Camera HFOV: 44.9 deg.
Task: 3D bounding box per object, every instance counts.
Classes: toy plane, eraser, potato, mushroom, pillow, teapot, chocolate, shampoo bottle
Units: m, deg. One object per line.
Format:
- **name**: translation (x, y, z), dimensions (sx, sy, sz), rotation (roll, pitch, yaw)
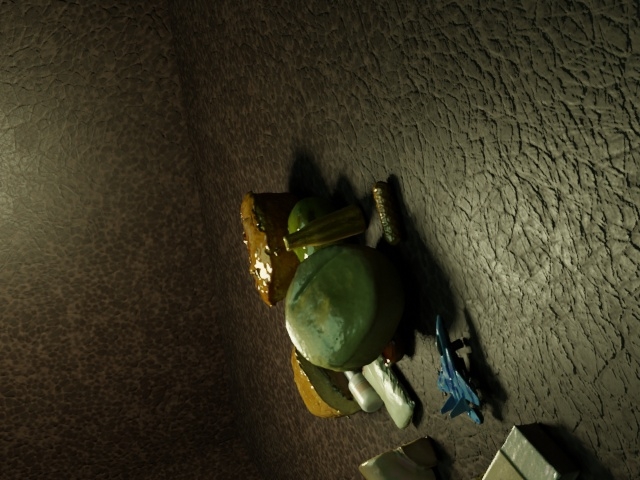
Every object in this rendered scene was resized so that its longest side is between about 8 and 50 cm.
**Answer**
- **toy plane**: translation (0.296, 0.281, 1.716), dimensions (0.169, 0.078, 0.246), rotation (-178, 79, -68)
- **eraser**: translation (0.377, 0.537, 1.542), dimensions (0.144, 0.078, 0.343), rotation (49, 126, 48)
- **potato**: translation (0.000, 0.000, 2.143), dimensions (0.186, 0.149, 0.253), rotation (28, 129, 57)
- **mushroom**: translation (0.214, 0.635, 2.059), dimensions (0.162, 0.173, 0.236), rotation (63, 157, 20)
- **pillow**: translation (0.187, 0.404, 2.122), dimensions (0.229, 0.051, 0.128), rotation (54, 145, 39)
- **teapot**: translation (0.175, 0.266, 2.005), dimensions (0.098, 0.078, 0.129), rotation (37, 139, 58)
- **chocolate**: translation (0.009, -0.026, 2.006), dimensions (0.085, 0.219, 0.085), rotation (56, 157, 38)
- **shampoo bottle**: translation (0.114, 0.418, 2.284), dimensions (0.192, 0.074, 0.074), rotation (51, 150, 44)

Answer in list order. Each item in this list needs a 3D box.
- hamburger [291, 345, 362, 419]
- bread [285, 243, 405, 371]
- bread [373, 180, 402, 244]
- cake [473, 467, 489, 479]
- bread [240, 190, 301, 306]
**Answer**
- **hamburger**: translation (0.016, 0.453, 2.443), dimensions (0.330, 0.162, 0.209), rotation (53, 150, 33)
- **bread**: translation (0.065, 0.163, 1.935), dimensions (0.321, 0.237, 0.320), rotation (-2, 86, 40)
- **bread**: translation (0.159, -0.065, 1.837), dimensions (0.052, 0.044, 0.157), rotation (-178, 73, -74)
- **cake**: translation (0.412, 0.551, 1.677), dimensions (0.185, 0.116, 0.080), rotation (45, -177, -6)
- **bread**: translation (-0.130, 0.020, 2.380), dimensions (0.358, 0.204, 0.336), rotation (94, 167, -59)
